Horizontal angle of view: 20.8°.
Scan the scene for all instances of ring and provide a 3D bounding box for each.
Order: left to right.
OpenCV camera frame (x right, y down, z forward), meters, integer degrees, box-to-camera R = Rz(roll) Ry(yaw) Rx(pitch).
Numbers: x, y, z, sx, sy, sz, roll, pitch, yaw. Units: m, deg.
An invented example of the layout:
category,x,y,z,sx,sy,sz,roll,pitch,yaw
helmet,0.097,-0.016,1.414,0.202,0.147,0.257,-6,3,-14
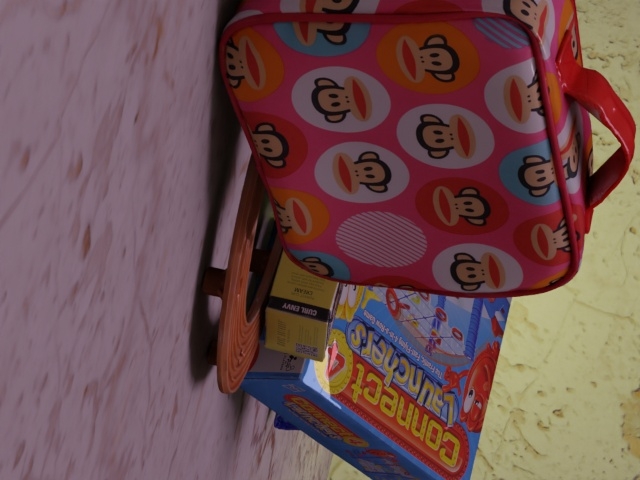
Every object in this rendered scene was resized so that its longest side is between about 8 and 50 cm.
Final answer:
category,x,y,z,sx,sy,sz,roll,pitch,yaw
ring,-0.045,-0.042,1.409,0.336,0.032,0.337,13,90,-86

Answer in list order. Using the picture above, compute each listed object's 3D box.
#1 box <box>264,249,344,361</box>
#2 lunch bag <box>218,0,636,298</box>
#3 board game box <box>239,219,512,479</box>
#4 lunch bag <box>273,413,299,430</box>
category,x,y,z,sx,sy,sz,roll,pitch,yaw
box,0.007,-0.016,1.536,0.087,0.058,0.232,95,9,-61
lunch bag,0.084,-0.081,1.183,0.293,0.258,0.120,74,25,-49
board game box,0.068,0.062,1.717,0.308,0.086,0.302,39,57,-44
lunch bag,0.043,0.061,2.093,0.221,0.138,0.293,-70,170,-63
